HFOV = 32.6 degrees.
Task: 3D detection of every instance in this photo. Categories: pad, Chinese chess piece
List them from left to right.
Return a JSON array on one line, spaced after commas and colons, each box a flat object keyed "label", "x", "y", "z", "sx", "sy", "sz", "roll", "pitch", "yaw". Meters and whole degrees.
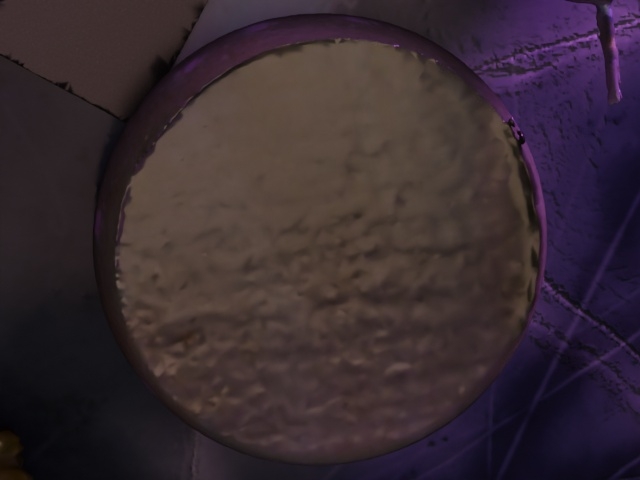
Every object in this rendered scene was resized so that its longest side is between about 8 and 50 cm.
[{"label": "pad", "x": -0.154, "y": -0.212, "z": 0.851, "sx": 0.143, "sy": 0.003, "sz": 0.211, "roll": 29, "pitch": 96, "yaw": -15}, {"label": "Chinese chess piece", "x": 0.000, "y": 0.000, "z": 0.856, "sx": 0.349, "sy": 0.146, "sz": 0.349, "roll": -2, "pitch": 103, "yaw": -10}]

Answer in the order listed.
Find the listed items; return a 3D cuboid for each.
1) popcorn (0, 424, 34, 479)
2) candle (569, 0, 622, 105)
[{"label": "popcorn", "x": -0.316, "y": 0.240, "z": 0.834, "sx": 0.204, "sy": 0.183, "sz": 0.221, "roll": -6, "pitch": 109, "yaw": 22}, {"label": "candle", "x": 0.170, "y": -0.266, "z": 0.809, "sx": 0.187, "sy": 0.187, "sz": 0.330, "roll": -32, "pitch": 108, "yaw": -2}]
